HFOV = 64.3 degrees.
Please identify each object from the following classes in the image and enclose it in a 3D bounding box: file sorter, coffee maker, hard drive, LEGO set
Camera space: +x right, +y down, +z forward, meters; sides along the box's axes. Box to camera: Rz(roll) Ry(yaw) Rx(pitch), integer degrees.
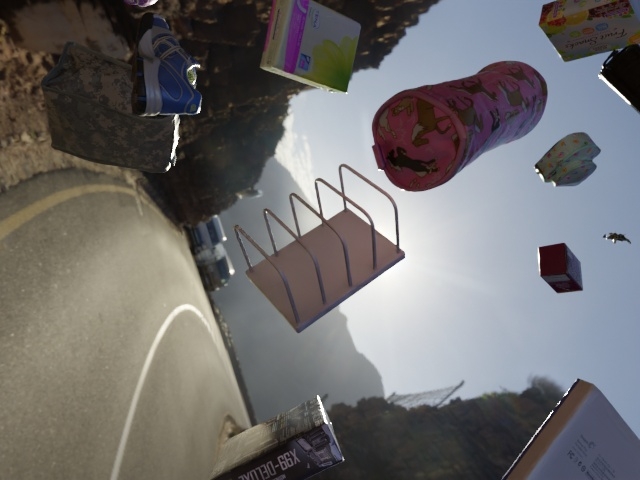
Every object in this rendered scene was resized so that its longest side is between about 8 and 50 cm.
[{"bbox_3d":[0.000,0.000,1.006,0.193,0.278,0.173,42,-25,37],"label":"file sorter"},{"bbox_3d":[0.747,-0.355,1.182,0.178,0.171,0.120,55,-33,20],"label":"coffee maker"},{"bbox_3d":[0.346,0.390,0.740,0.210,0.318,0.040,47,-12,-17],"label":"hard drive"},{"bbox_3d":[0.661,-0.011,1.136,0.083,0.054,0.023,-48,151,-70],"label":"LEGO set"}]

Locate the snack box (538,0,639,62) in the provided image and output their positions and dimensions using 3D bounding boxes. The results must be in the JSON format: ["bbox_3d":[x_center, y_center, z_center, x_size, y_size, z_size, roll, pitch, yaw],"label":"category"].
[{"bbox_3d":[0.689,-0.546,1.280,0.207,0.175,0.070,3,-108,47],"label":"snack box"}]

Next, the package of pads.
[{"bbox_3d":[-0.025,-0.604,1.565,0.101,0.297,0.229,21,-79,50],"label":"package of pads"}]

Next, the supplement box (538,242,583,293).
[{"bbox_3d":[0.390,0.047,0.826,0.083,0.043,0.054,33,56,-41],"label":"supplement box"}]

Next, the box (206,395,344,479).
[{"bbox_3d":[-0.090,0.427,1.044,0.307,0.243,0.076,117,-52,-81],"label":"box"}]

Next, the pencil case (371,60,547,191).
[{"bbox_3d":[0.243,-0.205,0.860,0.160,0.386,0.167,41,-48,18],"label":"pencil case"}]

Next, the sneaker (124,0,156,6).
[{"bbox_3d":[-0.461,-0.655,1.260,0.102,0.161,0.282,45,23,2],"label":"sneaker"}]

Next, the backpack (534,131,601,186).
[{"bbox_3d":[0.876,-0.281,1.784,0.144,0.166,0.188,65,-35,36],"label":"backpack"}]

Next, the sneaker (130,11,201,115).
[{"bbox_3d":[-0.208,-0.230,0.681,0.080,0.081,0.211,119,-34,-43],"label":"sneaker"}]

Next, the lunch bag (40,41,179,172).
[{"bbox_3d":[-0.470,-0.290,1.198,0.235,0.287,0.168,128,-22,-57],"label":"lunch bag"}]
